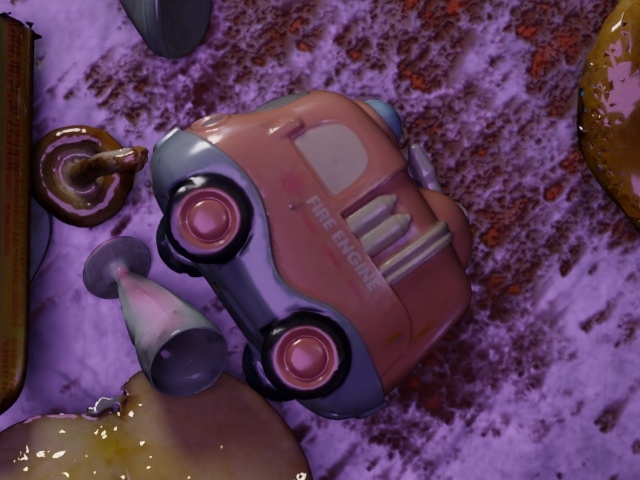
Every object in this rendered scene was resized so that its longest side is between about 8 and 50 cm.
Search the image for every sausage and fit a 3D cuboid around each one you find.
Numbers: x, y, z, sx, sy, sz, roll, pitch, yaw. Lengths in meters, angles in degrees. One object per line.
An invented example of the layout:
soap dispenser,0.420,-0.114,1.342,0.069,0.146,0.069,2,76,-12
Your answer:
sausage,-0.275,-0.006,1.573,0.082,0.082,0.371,-1,74,2

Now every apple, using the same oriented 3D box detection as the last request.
apple,-0.153,0.258,1.574,0.293,0.163,0.251,-11,60,-12

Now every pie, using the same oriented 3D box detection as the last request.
pie,0.346,-0.107,1.605,0.273,0.069,0.273,0,92,1

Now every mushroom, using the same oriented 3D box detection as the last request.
mushroom,-0.189,-0.057,1.615,0.129,0.073,0.088,-6,74,36

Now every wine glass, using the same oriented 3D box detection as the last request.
wine glass,-0.143,0.061,1.578,0.073,0.073,0.155,-47,46,2

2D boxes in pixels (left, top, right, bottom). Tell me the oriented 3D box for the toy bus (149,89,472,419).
toy bus,0.000,0.000,1.562,0.232,0.194,0.287,-33,89,-6

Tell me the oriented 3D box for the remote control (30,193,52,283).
remote control,-0.317,0.059,1.607,0.097,0.045,0.256,36,68,-8

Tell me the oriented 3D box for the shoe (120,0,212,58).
shoe,-0.149,-0.254,1.626,0.078,0.079,0.195,2,100,37
